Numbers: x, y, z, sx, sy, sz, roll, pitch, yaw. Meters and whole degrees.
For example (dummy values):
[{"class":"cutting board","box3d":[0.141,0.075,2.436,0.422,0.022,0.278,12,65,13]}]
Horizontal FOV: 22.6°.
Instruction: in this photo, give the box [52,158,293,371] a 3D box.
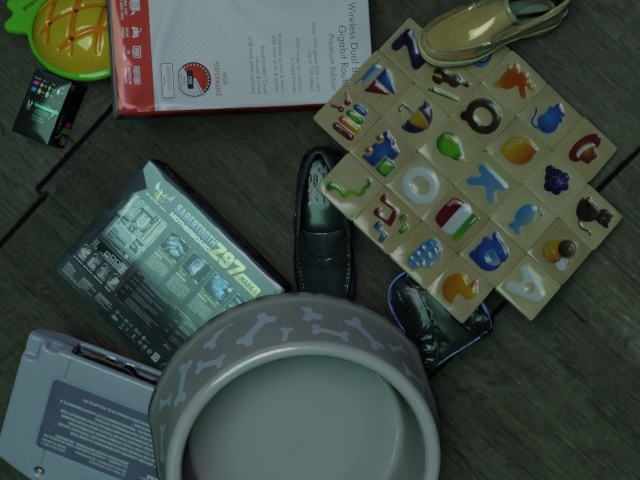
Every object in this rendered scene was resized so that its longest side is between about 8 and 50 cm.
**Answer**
[{"class":"box","box3d":[-0.178,0.044,1.925,0.233,0.059,0.183,43,99,6]}]

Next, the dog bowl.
[{"class":"dog bowl","box3d":[-0.023,0.237,1.800,0.349,0.102,0.348,-3,109,-8]}]

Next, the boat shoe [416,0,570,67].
[{"class":"boat shoe","box3d":[0.201,-0.255,1.830,0.190,0.072,0.068,-23,83,-18]}]

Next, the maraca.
[{"class":"maraca","box3d":[-0.298,-0.258,1.928,0.186,0.099,0.127,34,66,23]}]

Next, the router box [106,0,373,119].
[{"class":"router box","box3d":[-0.100,-0.316,1.860,0.301,0.082,0.335,-4,89,-11]}]

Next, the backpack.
[{"class":"backpack","box3d":[0.135,0.076,1.867,0.105,0.084,0.114,-32,92,8]}]

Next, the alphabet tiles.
[{"class":"alphabet tiles","box3d":[0.171,-0.083,1.841,0.342,0.011,0.285,43,76,-1]}]

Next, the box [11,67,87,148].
[{"class":"box","box3d":[-0.330,-0.161,1.948,0.052,0.062,0.083,22,93,9]}]

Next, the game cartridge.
[{"class":"game cartridge","box3d":[-0.232,0.240,1.905,0.294,0.060,0.196,21,109,4]}]

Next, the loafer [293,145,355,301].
[{"class":"loafer","box3d":[0.000,0.000,1.890,0.076,0.078,0.223,-2,89,9]}]
